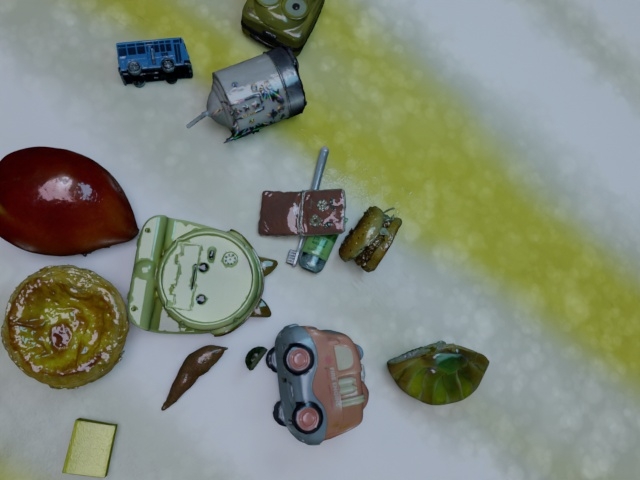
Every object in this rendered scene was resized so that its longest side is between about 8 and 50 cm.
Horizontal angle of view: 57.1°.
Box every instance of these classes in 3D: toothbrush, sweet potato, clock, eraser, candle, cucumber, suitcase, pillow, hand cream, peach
[{"bbox_3d":[-0.030,-0.094,1.578,0.030,0.025,0.342,17,78,0],"label":"toothbrush"},{"bbox_3d":[-0.321,0.322,1.440,0.226,0.068,0.068,-45,89,0],"label":"sweet potato"},{"bbox_3d":[-0.284,0.096,1.456,0.348,0.117,0.286,7,79,-7],"label":"clock"},{"bbox_3d":[-0.540,0.487,1.382,0.097,0.045,0.122,10,77,-7],"label":"eraser"},{"bbox_3d":[-0.200,-0.365,1.518,0.330,0.187,0.187,-24,84,-11],"label":"candle"},{"bbox_3d":[-0.164,0.284,1.446,0.035,0.107,0.067,37,78,8],"label":"cucumber"},{"bbox_3d":[-0.098,-0.642,1.604,0.194,0.143,0.235,24,78,-4],"label":"suitcase"},{"bbox_3d":[-0.048,-0.071,1.538,0.232,0.043,0.126,-1,76,8],"label":"pillow"},{"bbox_3d":[0.000,0.000,1.553,0.095,0.046,0.175,23,75,0],"label":"hand cream"},{"bbox_3d":[-0.616,-0.087,1.394,0.361,0.201,0.258,20,77,-5],"label":"peach"}]

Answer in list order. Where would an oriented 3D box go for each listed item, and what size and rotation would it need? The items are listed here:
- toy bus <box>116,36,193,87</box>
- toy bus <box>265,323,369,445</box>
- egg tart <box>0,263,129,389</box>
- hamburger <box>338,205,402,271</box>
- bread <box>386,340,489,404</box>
[{"bbox_3d":[-0.436,-0.474,1.550,0.184,0.090,0.106,-9,79,-10],"label":"toy bus"},{"bbox_3d":[0.004,0.340,1.425,0.232,0.194,0.288,-4,80,-18],"label":"toy bus"},{"bbox_3d":[-0.593,0.201,1.388,0.295,0.116,0.295,1,81,-8],"label":"egg tart"},{"bbox_3d":[0.130,-0.015,1.519,0.113,0.177,0.185,31,104,5],"label":"hamburger"},{"bbox_3d":[0.313,0.340,1.488,0.260,0.158,0.156,-18,86,-9],"label":"bread"}]
